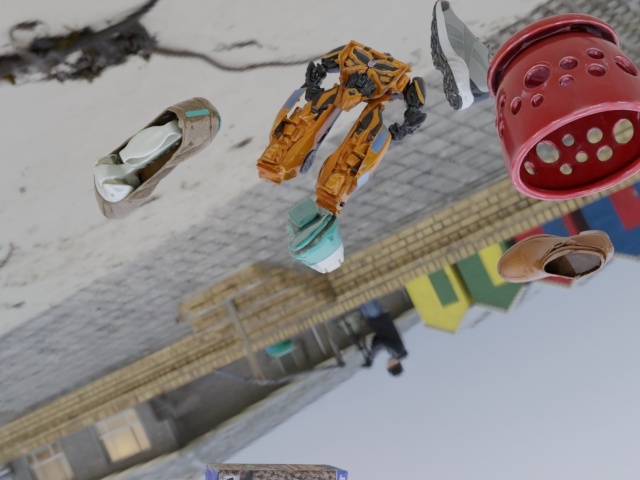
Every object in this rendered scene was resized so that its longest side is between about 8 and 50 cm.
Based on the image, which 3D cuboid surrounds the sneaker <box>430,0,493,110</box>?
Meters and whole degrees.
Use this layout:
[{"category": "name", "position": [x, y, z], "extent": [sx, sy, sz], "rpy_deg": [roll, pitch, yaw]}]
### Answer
[{"category": "sneaker", "position": [0.278, -0.365, 1.666], "extent": [0.108, 0.271, 0.100], "rpy_deg": [-11, 147, -2]}]

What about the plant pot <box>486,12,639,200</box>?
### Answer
[{"category": "plant pot", "position": [0.303, -0.170, 1.050], "extent": [0.191, 0.174, 0.191], "rpy_deg": [-8, 151, -5]}]

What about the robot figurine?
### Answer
[{"category": "robot figurine", "position": [0.038, -0.189, 1.314], "extent": [0.291, 0.211, 0.085], "rpy_deg": [-58, 166, -21]}]

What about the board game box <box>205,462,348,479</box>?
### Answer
[{"category": "board game box", "position": [-0.101, 0.608, 1.851], "extent": [0.291, 0.232, 0.141], "rpy_deg": [5, 170, -17]}]

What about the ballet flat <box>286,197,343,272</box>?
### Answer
[{"category": "ballet flat", "position": [0.000, 0.000, 1.273], "extent": [0.083, 0.087, 0.247], "rpy_deg": [-34, -165, 4]}]

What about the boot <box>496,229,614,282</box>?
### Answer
[{"category": "boot", "position": [0.362, 0.033, 1.355], "extent": [0.197, 0.073, 0.152], "rpy_deg": [-21, -176, 25]}]

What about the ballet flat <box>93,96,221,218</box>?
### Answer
[{"category": "ballet flat", "position": [-0.324, -0.142, 1.528], "extent": [0.342, 0.116, 0.124], "rpy_deg": [-30, 172, 30]}]
